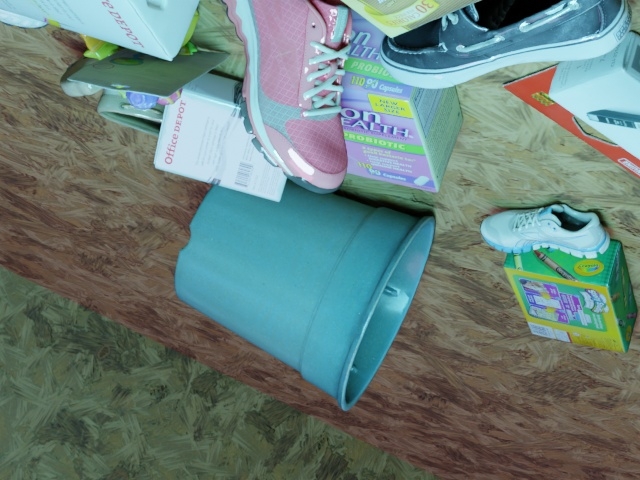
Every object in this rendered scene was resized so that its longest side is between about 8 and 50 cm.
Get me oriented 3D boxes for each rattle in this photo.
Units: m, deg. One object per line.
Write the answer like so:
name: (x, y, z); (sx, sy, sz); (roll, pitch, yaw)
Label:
rattle: (-0.350, -0.285, 1.827); (0.143, 0.130, 0.200); (45, 177, -29)

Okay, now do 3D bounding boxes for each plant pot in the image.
plant pot: (-0.033, 0.051, 2.056); (0.334, 0.341, 0.341); (25, 162, 14)

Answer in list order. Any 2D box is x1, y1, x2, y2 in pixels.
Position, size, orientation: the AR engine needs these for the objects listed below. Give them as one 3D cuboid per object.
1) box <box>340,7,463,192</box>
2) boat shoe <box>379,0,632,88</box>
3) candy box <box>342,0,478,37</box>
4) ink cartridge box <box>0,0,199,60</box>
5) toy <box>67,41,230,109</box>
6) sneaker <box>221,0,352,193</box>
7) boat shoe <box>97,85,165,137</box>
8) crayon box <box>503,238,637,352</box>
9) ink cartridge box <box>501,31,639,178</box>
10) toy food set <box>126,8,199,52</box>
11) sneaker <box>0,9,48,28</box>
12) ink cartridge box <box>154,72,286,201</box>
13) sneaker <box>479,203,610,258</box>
box: (0.052, -0.183, 1.619); (0.214, 0.117, 0.243); (14, 159, 19)
boat shoe: (0.178, -0.240, 1.366); (0.301, 0.108, 0.102); (0, 152, 39)
candy box: (0.027, -0.342, 1.266); (0.316, 0.087, 0.183); (33, 154, -28)
ink cartridge box: (-0.294, -0.324, 1.328); (0.306, 0.131, 0.226); (17, 167, 16)
toy: (-0.223, -0.212, 1.682); (0.137, 0.237, 0.056); (11, 116, 13)
sneaker: (-0.020, -0.208, 1.420); (0.136, 0.313, 0.116); (-16, -179, 43)
boat shoe: (-0.192, -0.166, 1.930); (0.302, 0.098, 0.109); (26, 160, -14)
crayon box: (0.403, 0.080, 2.012); (0.165, 0.081, 0.278); (11, 158, 24)
ink cartridge box: (0.382, -0.129, 1.524); (0.275, 0.060, 0.239); (29, 157, -23)
toy food set: (-0.245, -0.330, 1.621); (0.128, 0.071, 0.218); (-19, 145, 24)
sneaker: (-0.480, -0.358, 1.678); (0.272, 0.100, 0.108); (3, 152, -18)
ink cartridge box: (-0.129, -0.153, 1.815); (0.191, 0.082, 0.139); (16, 124, -2)
sneaker: (0.324, -0.027, 1.851); (0.191, 0.071, 0.083); (2, 148, 22)
